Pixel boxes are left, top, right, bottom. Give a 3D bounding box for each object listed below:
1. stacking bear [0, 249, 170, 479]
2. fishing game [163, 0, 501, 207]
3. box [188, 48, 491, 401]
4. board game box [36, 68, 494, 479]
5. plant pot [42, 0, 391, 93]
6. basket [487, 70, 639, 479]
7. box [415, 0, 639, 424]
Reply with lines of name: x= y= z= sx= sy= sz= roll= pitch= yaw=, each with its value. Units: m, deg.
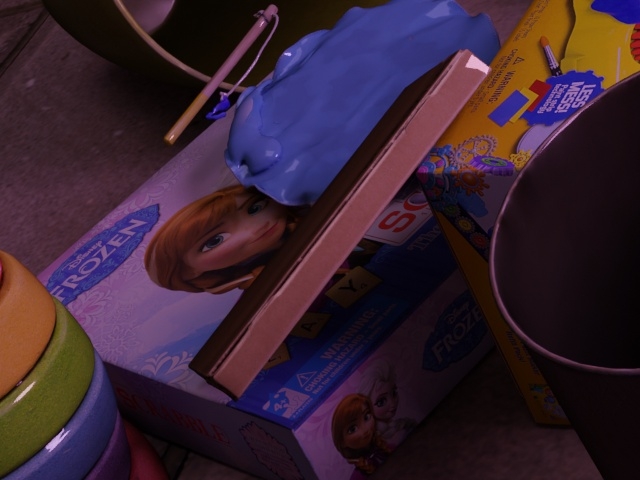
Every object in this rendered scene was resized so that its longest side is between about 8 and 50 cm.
stacking bear: x=-0.211 y=0.064 z=1.025 sx=0.164 sy=0.289 sz=0.175 roll=9 pitch=46 yaw=46
fishing game: x=0.030 y=-0.082 z=1.180 sx=0.264 sy=0.041 sz=0.189 roll=5 pitch=50 yaw=35
box: x=0.004 y=-0.006 z=0.973 sx=0.201 sy=0.021 sz=0.164 roll=-53 pitch=4 yaw=-6
board game box: x=0.000 y=0.000 z=1.179 sx=0.318 sy=0.066 sz=0.318 roll=-44 pitch=33 yaw=-26
plant pot: x=-0.111 y=-0.238 z=1.484 sx=0.275 sy=0.275 sz=0.293 roll=-41 pitch=17 yaw=-23
basket: x=0.180 y=0.069 z=0.764 sx=0.154 sy=0.227 sz=0.204 roll=-14 pitch=31 yaw=22
box: x=0.252 y=-0.062 z=0.961 sx=0.279 sy=0.177 sz=0.290 roll=-1 pitch=39 yaw=37
